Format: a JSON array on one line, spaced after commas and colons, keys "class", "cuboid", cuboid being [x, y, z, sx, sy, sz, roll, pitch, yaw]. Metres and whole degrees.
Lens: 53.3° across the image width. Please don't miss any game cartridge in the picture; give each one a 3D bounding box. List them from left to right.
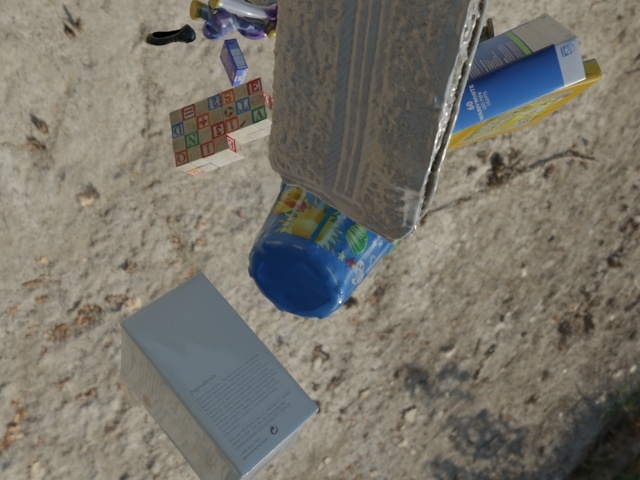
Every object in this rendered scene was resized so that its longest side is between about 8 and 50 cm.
[{"class": "game cartridge", "cuboid": [0.390, -0.275, 1.381, 0.323, 0.053, 0.285, -20, 174, -13]}]

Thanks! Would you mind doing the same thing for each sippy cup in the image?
[{"class": "sippy cup", "cuboid": [0.000, 0.000, 1.056, 0.224, 0.240, 0.306, -57, 139, -44]}]

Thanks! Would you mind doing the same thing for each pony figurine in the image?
[{"class": "pony figurine", "cuboid": [-0.082, -0.475, 1.347, 0.363, 0.351, 0.303, 2, 144, -34]}]

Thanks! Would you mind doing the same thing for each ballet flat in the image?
[{"class": "ballet flat", "cuboid": [-0.415, -0.565, 1.744, 0.049, 0.173, 0.057, 69, 34, -42]}]

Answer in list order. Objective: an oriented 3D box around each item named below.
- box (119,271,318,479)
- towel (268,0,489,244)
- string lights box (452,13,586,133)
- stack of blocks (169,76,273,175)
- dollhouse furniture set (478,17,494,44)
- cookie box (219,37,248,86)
[{"class": "box", "cuboid": [-0.103, 0.141, 0.601, 0.091, 0.170, 0.130, -34, 164, -32]}, {"class": "towel", "cuboid": [0.033, -0.131, 0.576, 0.049, 0.187, 0.282, -41, 152, -36]}, {"class": "string lights box", "cuboid": [0.266, -0.260, 1.023, 0.259, 0.133, 0.077, -22, 122, 12]}, {"class": "stack of blocks", "cuboid": [-0.262, -0.309, 1.759, 0.297, 0.171, 0.087, -17, 163, 19]}, {"class": "dollhouse furniture set", "cuboid": [0.248, -0.432, 1.324, 0.212, 0.242, 0.161, -10, 173, 13]}, {"class": "cookie box", "cuboid": [-0.258, -0.530, 1.902, 0.040, 0.107, 0.092, -18, 168, -23]}]
